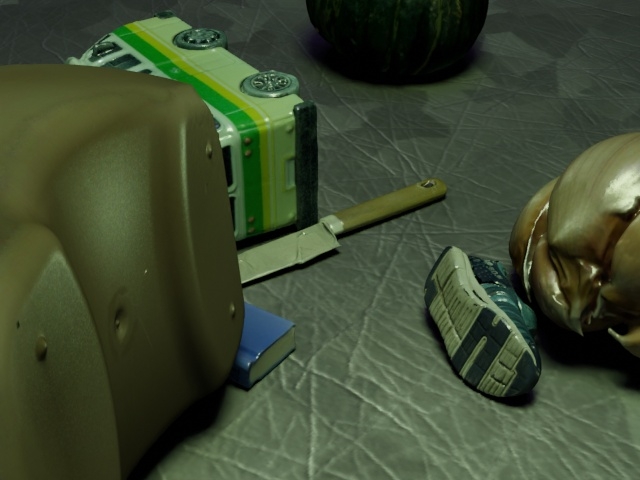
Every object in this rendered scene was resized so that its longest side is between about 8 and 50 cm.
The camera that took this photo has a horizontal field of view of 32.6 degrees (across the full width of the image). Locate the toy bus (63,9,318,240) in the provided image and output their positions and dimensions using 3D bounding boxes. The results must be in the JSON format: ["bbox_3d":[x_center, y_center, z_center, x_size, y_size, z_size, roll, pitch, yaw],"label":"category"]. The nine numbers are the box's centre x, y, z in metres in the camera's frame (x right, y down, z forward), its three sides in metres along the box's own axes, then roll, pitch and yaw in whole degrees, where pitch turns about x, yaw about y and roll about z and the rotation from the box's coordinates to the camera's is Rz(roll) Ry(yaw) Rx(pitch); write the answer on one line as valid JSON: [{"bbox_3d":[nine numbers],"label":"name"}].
[{"bbox_3d":[-0.133,-0.107,1.027,0.165,0.133,0.276,-21,38,-29],"label":"toy bus"}]

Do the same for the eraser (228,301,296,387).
[{"bbox_3d":[-0.070,0.074,0.843,0.085,0.027,0.063,21,40,29],"label":"eraser"}]

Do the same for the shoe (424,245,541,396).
[{"bbox_3d":[0.132,0.063,0.836,0.071,0.064,0.143,7,34,-26],"label":"shoe"}]

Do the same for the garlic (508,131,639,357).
[{"bbox_3d":[0.245,-0.009,0.844,0.191,0.160,0.214,-5,35,-34],"label":"garlic"}]

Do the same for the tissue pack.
[{"bbox_3d":[-0.221,0.048,0.652,0.277,0.267,0.387,2,26,11],"label":"tissue pack"}]

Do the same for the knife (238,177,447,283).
[{"bbox_3d":[0.000,-0.002,0.971,0.298,0.017,0.047,-20,44,-28],"label":"knife"}]

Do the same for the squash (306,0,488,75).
[{"bbox_3d":[0.087,-0.288,1.270,0.218,0.172,0.218,-2,52,2],"label":"squash"}]
